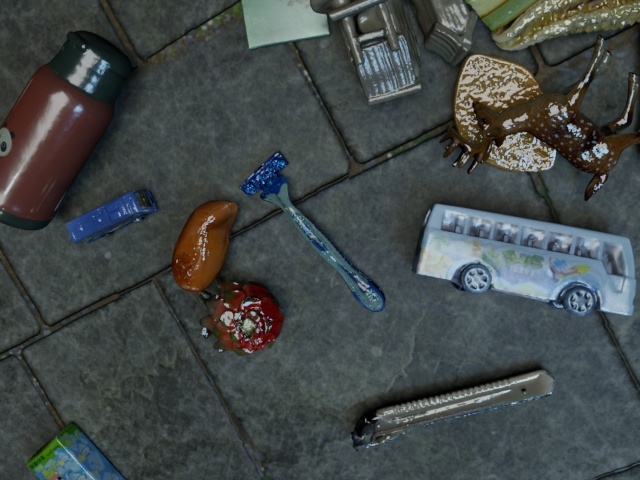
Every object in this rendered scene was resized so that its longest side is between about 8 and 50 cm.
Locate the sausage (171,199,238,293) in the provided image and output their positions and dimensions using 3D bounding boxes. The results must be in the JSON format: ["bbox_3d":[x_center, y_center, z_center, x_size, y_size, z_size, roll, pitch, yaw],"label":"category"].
[{"bbox_3d":[-0.200,0.007,0.947,0.089,0.089,0.179,25,101,3],"label":"sausage"}]

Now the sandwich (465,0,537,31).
[{"bbox_3d":[0.282,-0.428,0.794,0.187,0.144,0.117,-35,137,31],"label":"sandwich"}]

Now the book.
[{"bbox_3d":[-0.058,-0.372,0.894,0.135,0.017,0.102,-7,100,9],"label":"book"}]

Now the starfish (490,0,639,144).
[{"bbox_3d":[0.513,-0.298,0.799,0.432,0.082,0.323,-30,102,19],"label":"starfish"}]

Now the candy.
[{"bbox_3d":[-0.462,0.461,1.077,0.097,0.062,0.194,-40,94,12],"label":"candy"}]

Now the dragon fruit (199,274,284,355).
[{"bbox_3d":[-0.133,0.135,0.948,0.142,0.121,0.130,23,70,28],"label":"dragon fruit"}]

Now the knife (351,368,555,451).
[{"bbox_3d":[0.224,0.289,0.966,0.366,0.043,0.089,-19,130,8],"label":"knife"}]

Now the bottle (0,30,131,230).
[{"bbox_3d":[-0.437,-0.184,0.915,0.144,0.144,0.336,38,102,0],"label":"bottle"}]

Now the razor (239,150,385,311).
[{"bbox_3d":[-0.002,0.002,0.936,0.093,0.056,0.324,-40,93,11],"label":"razor"}]

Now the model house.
[{"bbox_3d":[0.120,-0.314,0.828,0.230,0.122,0.188,-20,101,6],"label":"model house"}]

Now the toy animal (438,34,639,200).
[{"bbox_3d":[0.335,-0.159,0.804,0.244,0.087,0.260,37,111,-2],"label":"toy animal"}]

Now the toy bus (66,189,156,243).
[{"bbox_3d":[-0.368,-0.041,0.974,0.153,0.061,0.051,-23,91,13],"label":"toy bus"}]

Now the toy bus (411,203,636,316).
[{"bbox_3d":[0.318,0.032,0.876,0.330,0.109,0.135,11,90,5],"label":"toy bus"}]

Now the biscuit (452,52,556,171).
[{"bbox_3d":[0.285,-0.191,0.865,0.142,0.029,0.220,-40,99,23],"label":"biscuit"}]
